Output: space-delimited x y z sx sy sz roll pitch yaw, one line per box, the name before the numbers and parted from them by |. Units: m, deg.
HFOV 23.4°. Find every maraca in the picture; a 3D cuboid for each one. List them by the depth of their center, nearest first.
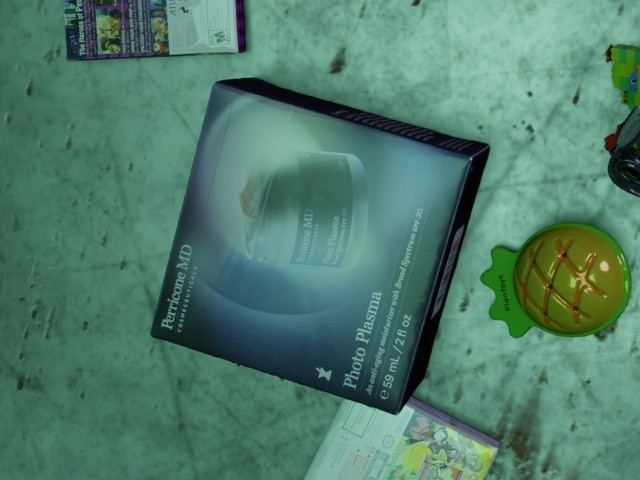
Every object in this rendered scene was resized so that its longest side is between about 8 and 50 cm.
maraca | 0.259 0.047 1.707 0.185 0.099 0.127 -14 86 38

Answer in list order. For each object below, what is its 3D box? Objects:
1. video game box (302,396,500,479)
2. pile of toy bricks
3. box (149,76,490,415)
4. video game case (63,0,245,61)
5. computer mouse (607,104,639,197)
video game box | 0.082 0.282 1.798 0.187 0.048 0.205 28 103 9
pile of toy bricks | 0.353 -0.183 1.661 0.105 0.118 0.212 15 120 37
box | 0.000 0.000 1.709 0.294 0.183 0.296 17 100 10
video game case | -0.196 -0.325 1.774 0.210 0.042 0.232 -2 97 12
computer mouse | 0.416 -0.119 1.570 0.184 0.060 0.262 30 131 -9
